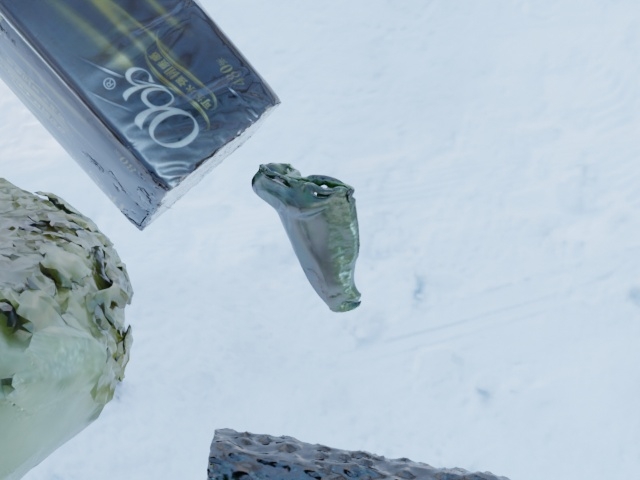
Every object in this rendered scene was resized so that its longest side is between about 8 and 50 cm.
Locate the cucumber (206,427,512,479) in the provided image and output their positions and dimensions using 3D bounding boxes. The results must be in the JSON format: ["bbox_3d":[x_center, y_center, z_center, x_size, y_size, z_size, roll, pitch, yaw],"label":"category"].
[{"bbox_3d":[0.069,0.160,0.606,0.300,0.072,0.072,9,89,9],"label":"cucumber"}]

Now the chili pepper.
[{"bbox_3d":[0.002,-0.002,1.124,0.062,0.108,0.216,-47,136,-21],"label":"chili pepper"}]

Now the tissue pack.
[{"bbox_3d":[-0.232,-0.210,1.206,0.198,0.210,0.370,-43,93,-23],"label":"tissue pack"}]

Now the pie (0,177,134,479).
[{"bbox_3d":[-0.213,0.010,0.366,0.296,0.371,0.078,4,105,-34],"label":"pie"}]
